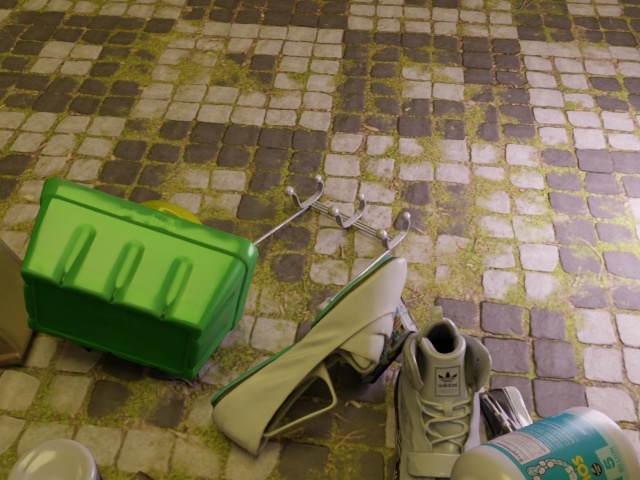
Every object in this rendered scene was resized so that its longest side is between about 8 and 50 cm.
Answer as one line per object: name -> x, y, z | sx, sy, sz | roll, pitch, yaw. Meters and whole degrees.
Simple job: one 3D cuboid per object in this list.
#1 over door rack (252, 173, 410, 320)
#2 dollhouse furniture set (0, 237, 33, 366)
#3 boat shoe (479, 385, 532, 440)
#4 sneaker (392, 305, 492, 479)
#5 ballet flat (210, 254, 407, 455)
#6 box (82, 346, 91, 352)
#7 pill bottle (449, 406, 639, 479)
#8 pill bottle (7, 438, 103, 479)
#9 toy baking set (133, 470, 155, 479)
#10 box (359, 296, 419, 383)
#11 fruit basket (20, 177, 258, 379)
over door rack -> 0.000, 0.000, 1.399 | 0.239, 0.108, 0.324 | 26, 50, 24
dollhouse furniture set -> -0.732, 0.107, 1.256 | 0.393, 0.257, 0.362 | -14, 42, 15
boat shoe -> 0.299, 0.322, 1.106 | 0.070, 0.078, 0.219 | -6, 38, -7
sneaker -> 0.175, 0.277, 1.048 | 0.137, 0.210, 0.366 | 0, 45, 0
ballet flat -> 0.010, 0.192, 1.144 | 0.400, 0.139, 0.139 | -39, 53, -4
box -> -0.435, 0.152, 1.268 | 0.083, 0.067, 0.018 | 30, 51, 27
pill bottle -> 0.270, 0.319, 0.923 | 0.263, 0.146, 0.146 | -13, 46, -26
pill bottle -> -0.342, 0.363, 0.972 | 0.111, 0.187, 0.112 | 0, 45, 0
toy baking set -> -0.192, 0.396, 0.955 | 0.256, 0.197, 0.030 | 32, 83, 24
box -> 0.103, 0.164, 1.219 | 0.027, 0.137, 0.094 | 16, 35, -33
fruit basket -> -0.293, 0.023, 1.254 | 0.391, 0.283, 0.392 | 9, 49, -10
